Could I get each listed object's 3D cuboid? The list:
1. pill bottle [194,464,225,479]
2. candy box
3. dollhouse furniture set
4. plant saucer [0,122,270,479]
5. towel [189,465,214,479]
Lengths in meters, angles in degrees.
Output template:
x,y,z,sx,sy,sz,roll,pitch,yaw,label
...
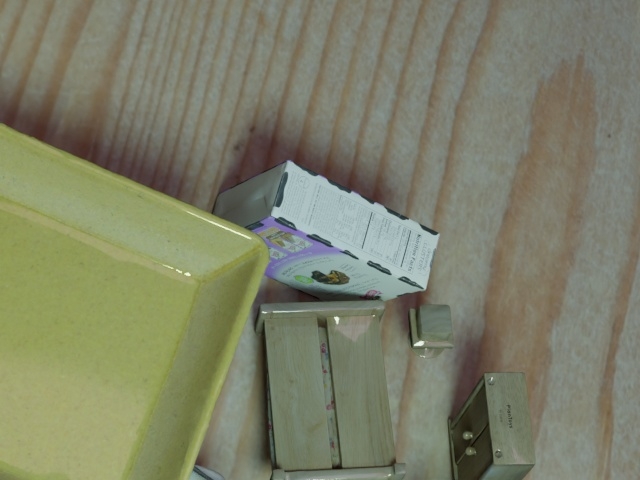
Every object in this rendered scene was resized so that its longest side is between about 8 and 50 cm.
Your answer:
x,y,z,sx,sy,sz,roll,pitch,yaw,label
-0.164,0.330,1.529,0.121,0.121,0.221,16,70,-26,pill bottle
0.000,0.000,1.682,0.196,0.165,0.070,25,68,-24,candy box
0.034,0.237,1.686,0.356,0.174,0.303,0,63,-9,dollhouse furniture set
-0.253,0.091,1.432,0.333,0.081,0.332,23,68,-9,plant saucer
-0.256,0.289,1.439,0.324,0.056,0.312,34,72,5,towel
